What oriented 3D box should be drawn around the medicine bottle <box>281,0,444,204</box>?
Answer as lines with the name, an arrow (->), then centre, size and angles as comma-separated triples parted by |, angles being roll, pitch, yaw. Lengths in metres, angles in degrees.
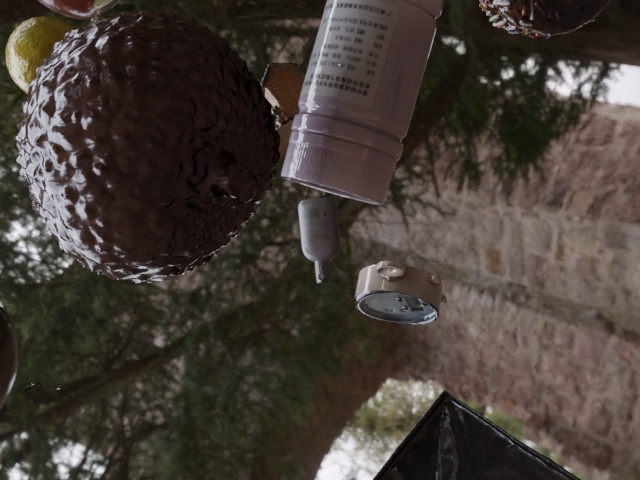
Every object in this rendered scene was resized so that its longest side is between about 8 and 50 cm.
medicine bottle -> 0.047, -0.175, 0.940 | 0.133, 0.133, 0.250 | 13, -88, -60

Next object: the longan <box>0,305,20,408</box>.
longan -> -0.567, 0.181, 1.181 | 0.258, 0.258, 0.258 | -34, -48, -49

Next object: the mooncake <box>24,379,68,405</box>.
mooncake -> -0.413, 0.168, 1.541 | 0.346, 0.057, 0.150 | -39, -45, -23

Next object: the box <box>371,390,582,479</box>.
box -> 0.197, 0.437, 1.187 | 0.345, 0.251, 0.204 | -48, -34, -15

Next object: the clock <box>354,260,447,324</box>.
clock -> 0.139, 0.099, 1.452 | 0.229, 0.155, 0.063 | 62, -143, -62

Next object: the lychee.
lychee -> -0.165, -0.089, 0.779 | 0.260, 0.260, 0.261 | -34, -48, -49

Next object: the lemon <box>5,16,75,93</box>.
lemon -> -0.361, -0.240, 1.098 | 0.109, 0.133, 0.109 | -25, -42, -25

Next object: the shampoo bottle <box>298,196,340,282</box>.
shampoo bottle -> 0.000, 0.000, 1.618 | 0.040, 0.079, 0.165 | -9, -87, -71

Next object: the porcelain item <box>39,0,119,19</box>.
porcelain item -> -0.409, -0.525, 1.441 | 0.253, 0.252, 0.253 | -34, -48, -49

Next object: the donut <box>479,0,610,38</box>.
donut -> 0.322, -0.384, 1.126 | 0.234, 0.089, 0.235 | -9, -60, -16

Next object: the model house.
model house -> -0.093, -0.295, 1.811 | 0.166, 0.172, 0.183 | -28, -15, -18
